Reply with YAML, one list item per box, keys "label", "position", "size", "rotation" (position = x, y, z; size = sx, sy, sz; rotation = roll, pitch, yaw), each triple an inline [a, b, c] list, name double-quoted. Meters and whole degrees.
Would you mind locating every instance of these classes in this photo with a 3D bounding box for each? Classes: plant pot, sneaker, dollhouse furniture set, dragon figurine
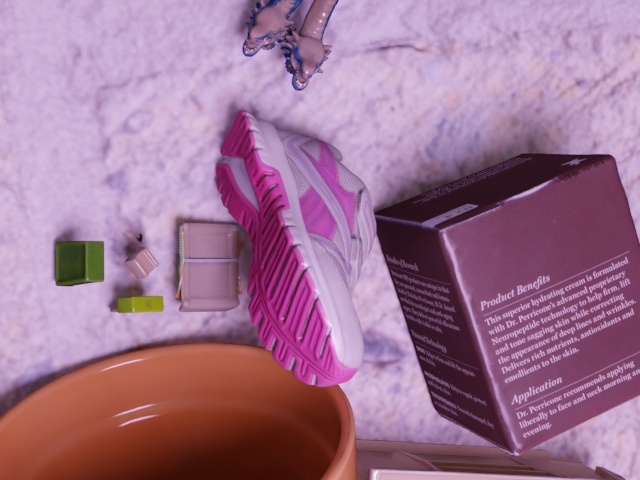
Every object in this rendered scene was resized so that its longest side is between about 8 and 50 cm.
- label: "plant pot"
  position: [-0.108, 0.236, 0.914]
  size: [0.291, 0.291, 0.203]
  rotation: [-15, 116, -16]
- label: "sneaker"
  position: [0.000, 0.000, 0.957]
  size: [0.111, 0.103, 0.252]
  rotation: [1, 55, -27]
- label: "dollhouse furniture set"
  position: [-0.142, 0.024, 1.002]
  size: [0.152, 0.058, 0.076]
  rotation: [1, 87, -37]
- label: "dragon figurine"
  position: [0.019, -0.268, 0.994]
  size: [0.085, 0.144, 0.289]
  rotation: [26, 67, -16]

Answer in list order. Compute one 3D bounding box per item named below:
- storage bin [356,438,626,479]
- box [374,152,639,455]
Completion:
- label: "storage bin"
  position: [0.131, 0.324, 1.059]
  size: [0.260, 0.123, 0.262]
  rotation: [6, 92, -18]
- label: "box"
  position: [0.172, 0.047, 1.026]
  size: [0.168, 0.167, 0.203]
  rotation: [-21, 100, -14]
